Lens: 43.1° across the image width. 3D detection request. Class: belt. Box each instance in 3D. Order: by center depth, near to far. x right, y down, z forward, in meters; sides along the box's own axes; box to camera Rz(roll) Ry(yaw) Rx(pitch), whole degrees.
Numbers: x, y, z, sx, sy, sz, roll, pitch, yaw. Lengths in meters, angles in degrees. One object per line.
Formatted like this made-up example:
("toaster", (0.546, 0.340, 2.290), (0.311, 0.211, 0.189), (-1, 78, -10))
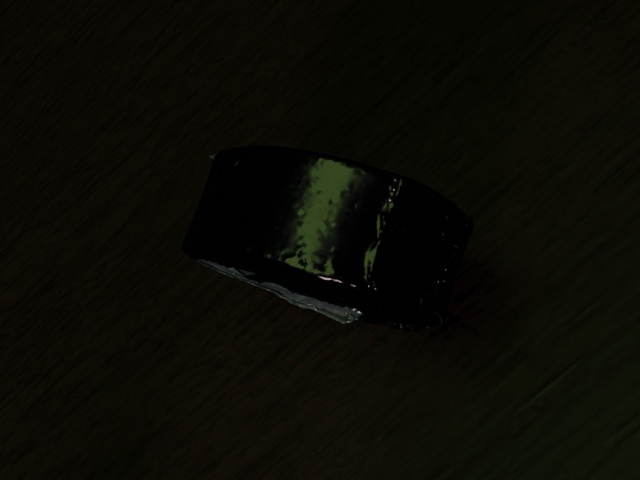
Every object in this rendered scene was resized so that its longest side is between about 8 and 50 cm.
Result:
("belt", (0.000, 0.000, 0.509), (0.198, 0.151, 0.078), (6, 73, 47))
